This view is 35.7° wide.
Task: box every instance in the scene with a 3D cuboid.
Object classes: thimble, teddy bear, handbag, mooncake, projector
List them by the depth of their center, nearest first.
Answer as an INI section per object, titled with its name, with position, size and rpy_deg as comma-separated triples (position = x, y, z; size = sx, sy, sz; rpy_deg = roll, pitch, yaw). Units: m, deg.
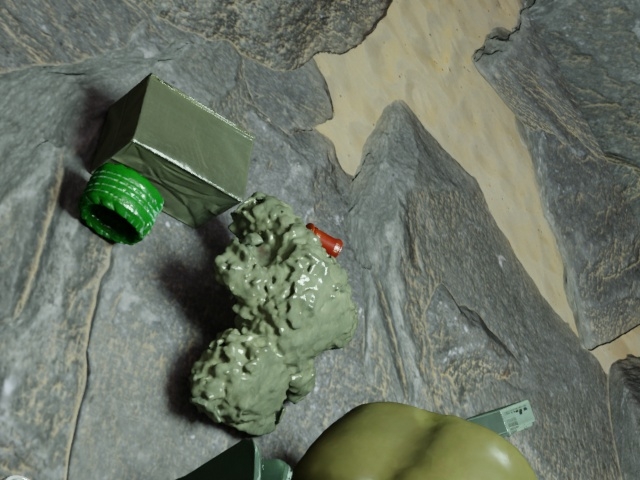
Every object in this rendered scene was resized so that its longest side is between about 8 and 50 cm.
[handbag]
position = -0.163, 0.436, 1.427
size = 0.079, 0.260, 0.248
rpy_deg = 36, 43, -30
[mooncake]
position = 0.139, 0.494, 1.565
size = 0.467, 0.467, 0.262
rpy_deg = 59, 38, -2
[thimble]
position = -0.330, -0.058, 1.642
size = 0.130, 0.118, 0.090
rpy_deg = 27, 53, -9
[teddy bear]
position = -0.102, 0.153, 1.704
size = 0.367, 0.224, 0.357
rpy_deg = -43, 124, -24
[projector]
position = 0.354, 0.384, 2.057
size = 0.115, 0.147, 0.061
rpy_deg = -5, 72, -46

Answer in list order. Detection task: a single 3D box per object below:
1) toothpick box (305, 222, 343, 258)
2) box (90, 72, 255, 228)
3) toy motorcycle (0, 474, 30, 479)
[toothpick box]
position = 0.000, 0.000, 1.993
size = 0.083, 0.047, 0.047
rpy_deg = 31, 49, -29
[box]
position = -0.258, -0.152, 1.741
size = 0.231, 0.155, 0.149
rpy_deg = 31, 52, -32
[toy motorcycle]
position = -0.351, 0.391, 1.397
size = 0.254, 0.112, 0.113
rpy_deg = 33, 48, -29
